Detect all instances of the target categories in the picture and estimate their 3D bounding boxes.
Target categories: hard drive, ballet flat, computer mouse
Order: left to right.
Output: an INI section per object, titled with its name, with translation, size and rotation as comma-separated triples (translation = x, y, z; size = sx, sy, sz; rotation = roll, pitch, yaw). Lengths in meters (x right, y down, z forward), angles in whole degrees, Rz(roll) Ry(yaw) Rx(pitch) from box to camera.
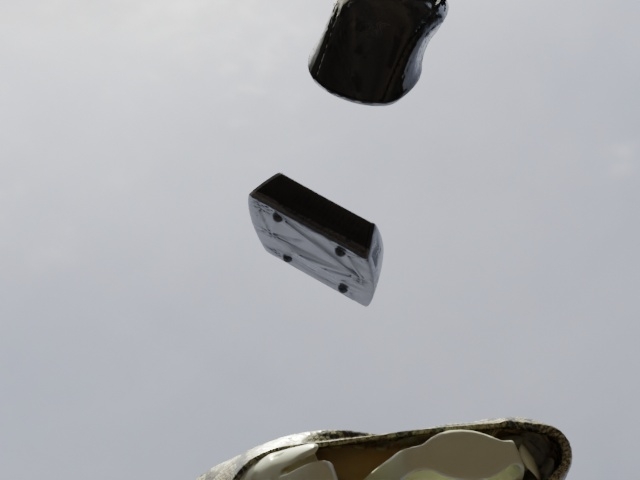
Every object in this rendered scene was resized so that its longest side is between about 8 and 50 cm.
[hard drive]
translation = 0.000, 0.000, 1.500
size = 0.172, 0.255, 0.054
rotation = 29, -102, 9
[computer mouse]
translation = 0.032, -0.226, 1.103
size = 0.184, 0.060, 0.262
rotation = 24, -136, 11
[ballet flat]
translation = 0.055, 0.268, 1.351
size = 0.482, 0.182, 0.164
rotation = -9, -112, -17
